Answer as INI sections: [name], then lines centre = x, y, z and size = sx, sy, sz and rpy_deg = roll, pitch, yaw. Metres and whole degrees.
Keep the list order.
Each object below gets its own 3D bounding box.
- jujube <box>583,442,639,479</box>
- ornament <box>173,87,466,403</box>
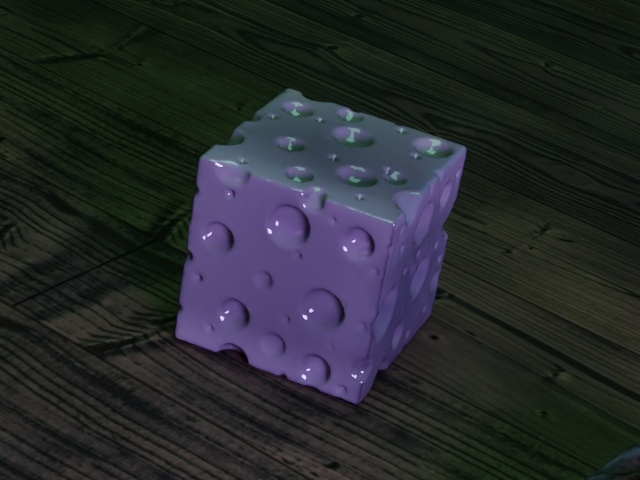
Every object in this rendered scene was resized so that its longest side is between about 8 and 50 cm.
[jujube]
centre = 0.330, 0.304, 1.646
size = 0.308, 0.215, 0.246
rpy_deg = -20, 17, -37
[ornament]
centre = 0.000, 0.000, 2.069
size = 0.240, 0.239, 0.240
rpy_deg = 19, 30, 17
